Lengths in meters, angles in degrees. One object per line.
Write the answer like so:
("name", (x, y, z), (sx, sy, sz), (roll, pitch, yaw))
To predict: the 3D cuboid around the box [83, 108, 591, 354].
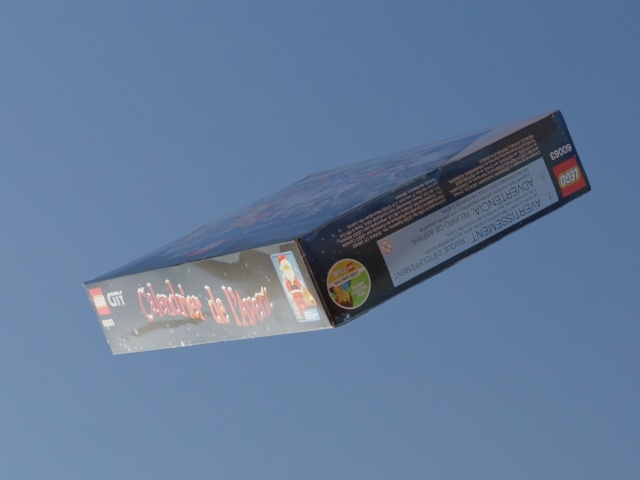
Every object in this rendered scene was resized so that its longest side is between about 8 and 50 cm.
("box", (0.000, 0.000, 0.867), (0.233, 0.159, 0.044), (-11, -76, 59))
